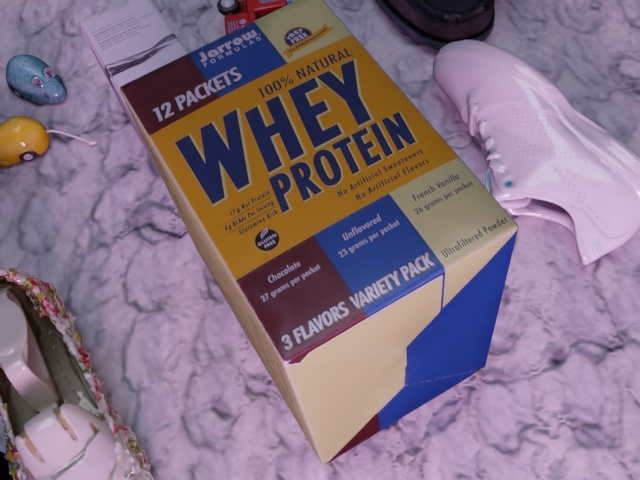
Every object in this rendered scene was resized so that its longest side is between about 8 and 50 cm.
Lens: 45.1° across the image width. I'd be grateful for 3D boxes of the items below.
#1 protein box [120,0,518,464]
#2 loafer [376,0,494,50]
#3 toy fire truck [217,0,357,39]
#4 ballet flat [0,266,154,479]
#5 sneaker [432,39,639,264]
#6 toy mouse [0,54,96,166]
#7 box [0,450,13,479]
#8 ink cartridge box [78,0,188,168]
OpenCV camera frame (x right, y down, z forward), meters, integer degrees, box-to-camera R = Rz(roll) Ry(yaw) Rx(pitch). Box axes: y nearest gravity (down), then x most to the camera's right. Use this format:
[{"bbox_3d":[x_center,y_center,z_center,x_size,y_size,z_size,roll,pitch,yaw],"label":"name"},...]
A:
[{"bbox_3d":[0.000,0.000,0.492,0.136,0.200,0.201,-29,61,-10],"label":"protein box"},{"bbox_3d":[0.082,-0.309,0.714,0.109,0.095,0.302,-14,60,-3],"label":"loafer"},{"bbox_3d":[-0.014,-0.149,0.664,0.135,0.047,0.192,-9,60,1],"label":"toy fire truck"},{"bbox_3d":[-0.187,0.113,0.521,0.091,0.077,0.241,-33,63,-13],"label":"ballet flat"},{"bbox_3d":[0.150,-0.070,0.591,0.094,0.080,0.212,-44,66,-4],"label":"sneaker"},{"bbox_3d":[-0.291,-0.130,0.693,0.161,0.031,0.143,-15,60,-2],"label":"toy mouse"},{"bbox_3d":[-0.239,0.232,0.410,0.142,0.163,0.247,-25,61,-9],"label":"box"},{"bbox_3d":[-0.122,-0.106,0.616,0.063,0.109,0.150,-29,62,-9],"label":"ink cartridge box"}]
